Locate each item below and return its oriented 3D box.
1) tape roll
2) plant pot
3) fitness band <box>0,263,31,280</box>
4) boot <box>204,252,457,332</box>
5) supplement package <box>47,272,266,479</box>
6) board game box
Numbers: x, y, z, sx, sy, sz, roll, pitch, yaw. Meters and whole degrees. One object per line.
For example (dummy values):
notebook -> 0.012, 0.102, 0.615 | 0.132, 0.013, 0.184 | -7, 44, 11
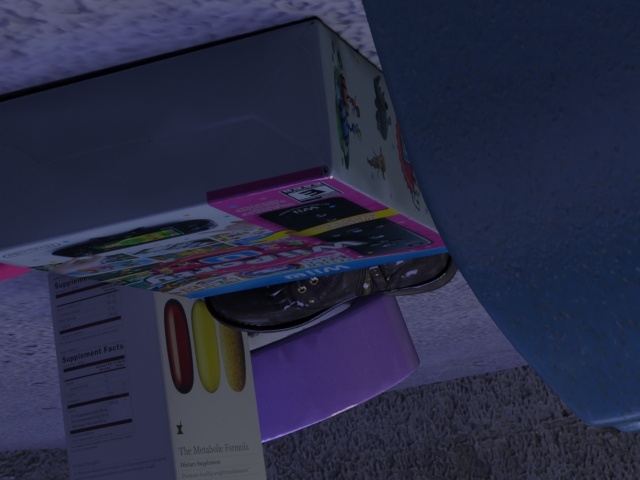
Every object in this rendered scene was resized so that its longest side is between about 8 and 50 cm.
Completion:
tape roll -> -0.037, 0.138, 1.631 | 0.275, 0.090, 0.275 | -21, -178, 1
plant pot -> 0.189, -0.052, 0.670 | 0.248, 0.252, 0.247 | -1, 168, -35
fitness band -> -0.313, -0.011, 0.997 | 0.209, 0.054, 0.291 | -12, 165, 27
boot -> 0.000, 0.000, 1.324 | 0.263, 0.091, 0.229 | -14, 164, 8
supplement package -> -0.154, 0.138, 1.452 | 0.134, 0.244, 0.139 | -14, 169, 34
board game box -> -0.051, -0.037, 0.999 | 0.224, 0.097, 0.303 | -11, 170, 18
